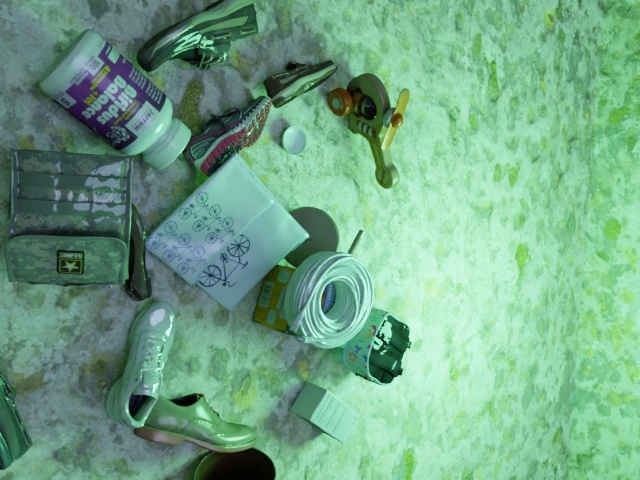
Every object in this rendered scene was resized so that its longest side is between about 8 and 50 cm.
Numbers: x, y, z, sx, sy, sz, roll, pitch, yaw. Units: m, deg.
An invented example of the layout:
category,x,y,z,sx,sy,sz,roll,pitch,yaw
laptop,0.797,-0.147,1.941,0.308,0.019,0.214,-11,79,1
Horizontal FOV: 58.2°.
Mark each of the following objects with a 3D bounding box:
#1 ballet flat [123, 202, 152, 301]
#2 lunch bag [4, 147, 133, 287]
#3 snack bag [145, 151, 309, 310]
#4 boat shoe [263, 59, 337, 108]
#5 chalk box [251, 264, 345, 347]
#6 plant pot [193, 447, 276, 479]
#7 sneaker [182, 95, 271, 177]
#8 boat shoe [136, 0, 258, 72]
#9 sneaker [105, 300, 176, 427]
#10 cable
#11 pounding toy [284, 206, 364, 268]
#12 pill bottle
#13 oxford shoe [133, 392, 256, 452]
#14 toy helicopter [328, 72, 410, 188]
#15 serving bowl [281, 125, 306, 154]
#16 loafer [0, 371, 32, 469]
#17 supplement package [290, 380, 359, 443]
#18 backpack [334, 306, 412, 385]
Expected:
category,x,y,z,sx,sy,sz,roll,pitch,yaw
ballet flat,-0.449,0.027,1.356,0.058,0.084,0.250,-16,111,-37
lunch bag,-0.522,-0.040,1.208,0.235,0.169,0.287,2,95,-22
snack bag,-0.230,-0.002,1.486,0.323,0.037,0.342,-45,126,-5
boat shoe,-0.055,-0.466,1.608,0.257,0.095,0.095,-40,98,-38
chalk box,-0.016,0.193,1.655,0.288,0.179,0.180,20,83,-38
plant pot,-0.229,0.716,1.546,0.215,0.215,0.231,-14,118,-37
sneaker,-0.230,-0.292,1.478,0.112,0.121,0.299,35,54,8
boat shoe,-0.277,-0.488,1.399,0.355,0.132,0.130,-41,118,-27
sneaker,-0.404,0.299,1.373,0.114,0.152,0.305,23,79,-36
cable,0.025,0.156,1.513,0.257,0.089,0.257,25,80,-40
pounding toy,0.000,0.000,1.668,0.110,0.236,0.183,-27,140,-74
pill bottle,-0.438,-0.296,1.266,0.301,0.169,0.169,41,70,-34
oxford shoe,-0.301,0.470,1.496,0.348,0.123,0.130,24,75,-39
toy helicopter,0.179,-0.323,1.718,0.140,0.235,0.355,-31,114,-33
serving bowl,-0.080,-0.286,1.646,0.083,0.027,0.083,-5,99,-39
loafer,-0.679,0.348,1.211,0.084,0.096,0.268,-29,121,-54
supplement package,0.015,0.528,1.765,0.179,0.105,0.105,45,68,-33
backpack,0.157,0.318,1.782,0.225,0.191,0.253,-68,153,-11
